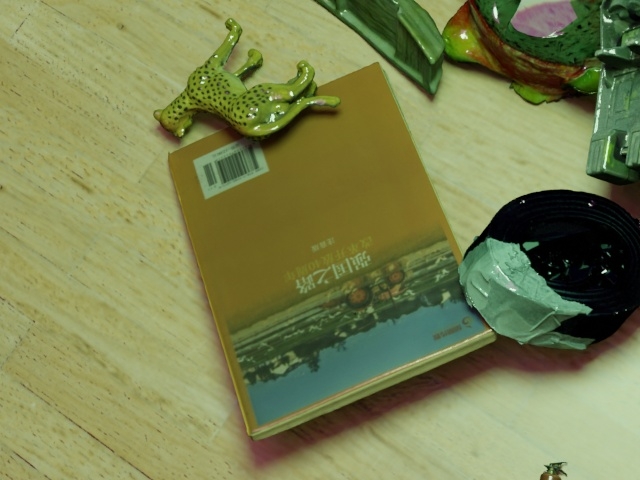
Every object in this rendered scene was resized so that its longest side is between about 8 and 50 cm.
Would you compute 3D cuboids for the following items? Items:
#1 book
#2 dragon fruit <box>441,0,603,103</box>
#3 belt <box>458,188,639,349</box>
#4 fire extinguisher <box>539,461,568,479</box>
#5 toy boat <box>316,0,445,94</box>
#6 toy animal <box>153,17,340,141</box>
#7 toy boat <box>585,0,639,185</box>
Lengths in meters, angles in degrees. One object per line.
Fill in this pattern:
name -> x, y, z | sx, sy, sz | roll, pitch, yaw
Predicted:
book -> 0.000, 0.000, 1.548 | 0.263, 0.028, 0.374 | -22, 55, 4
dragon fruit -> 0.263, -0.272, 1.574 | 0.295, 0.130, 0.268 | -29, 73, 2
belt -> 0.230, 0.031, 1.450 | 0.198, 0.078, 0.151 | -3, 59, -26
fire extinguisher -> 0.222, 0.254, 1.453 | 0.028, 0.022, 0.083 | 21, 73, -20
toy boat -> 0.035, -0.271, 1.642 | 0.055, 0.093, 0.293 | -40, 64, -22
toy animal -> -0.082, -0.147, 1.616 | 0.181, 0.073, 0.136 | 33, 75, 34
toy boat -> 0.321, -0.213, 1.422 | 0.092, 0.141, 0.319 | 14, 80, -24
